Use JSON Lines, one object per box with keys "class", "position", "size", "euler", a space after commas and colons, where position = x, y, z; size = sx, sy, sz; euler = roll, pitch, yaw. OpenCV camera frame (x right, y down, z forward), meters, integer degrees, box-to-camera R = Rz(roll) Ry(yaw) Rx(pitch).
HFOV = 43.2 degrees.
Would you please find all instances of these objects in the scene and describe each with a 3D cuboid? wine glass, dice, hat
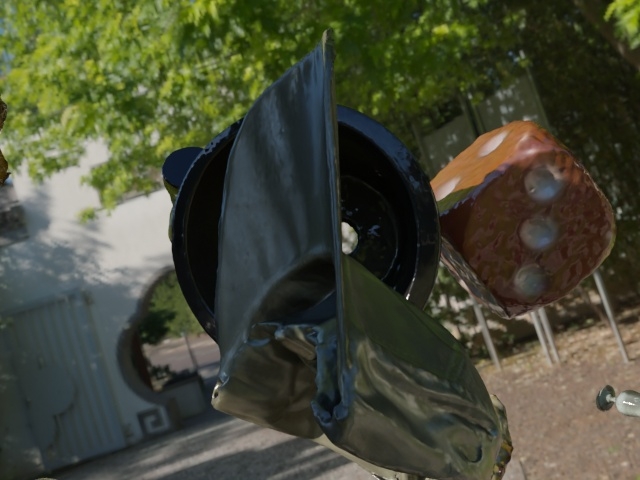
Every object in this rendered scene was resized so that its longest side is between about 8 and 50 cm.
{"class": "wine glass", "position": [0.414, 0.220, 1.081], "size": [0.042, 0.038, 0.083], "euler": [8, 0, -34]}
{"class": "dice", "position": [0.222, -0.025, 0.962], "size": [0.179, 0.174, 0.175], "euler": [-38, 13, 2]}
{"class": "hat", "position": [0.024, 0.025, 0.445], "size": [0.149, 0.244, 0.214], "euler": [17, -11, -19]}

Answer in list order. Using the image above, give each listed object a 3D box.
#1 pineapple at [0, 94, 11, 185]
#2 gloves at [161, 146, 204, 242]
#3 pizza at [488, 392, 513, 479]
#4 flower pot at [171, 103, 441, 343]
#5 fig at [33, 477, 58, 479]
{"class": "pineapple", "position": [-0.357, -0.171, 0.674], "size": [0.286, 0.344, 0.209], "euler": [-31, 37, 13]}
{"class": "gloves", "position": [-0.143, -0.016, 1.037], "size": [0.107, 0.135, 0.268], "euler": [-37, -30, -8]}
{"class": "pizza", "position": [0.029, 0.335, 0.575], "size": [0.130, 0.439, 0.406], "euler": [17, 6, 12]}
{"class": "flower pot", "position": [0.000, 0.000, 0.832], "size": [0.269, 0.269, 0.166], "euler": [-19, -6, 15]}
{"class": "fig", "position": [-0.352, 0.394, 1.010], "size": [0.127, 0.184, 0.133], "euler": [-3, 17, 14]}
